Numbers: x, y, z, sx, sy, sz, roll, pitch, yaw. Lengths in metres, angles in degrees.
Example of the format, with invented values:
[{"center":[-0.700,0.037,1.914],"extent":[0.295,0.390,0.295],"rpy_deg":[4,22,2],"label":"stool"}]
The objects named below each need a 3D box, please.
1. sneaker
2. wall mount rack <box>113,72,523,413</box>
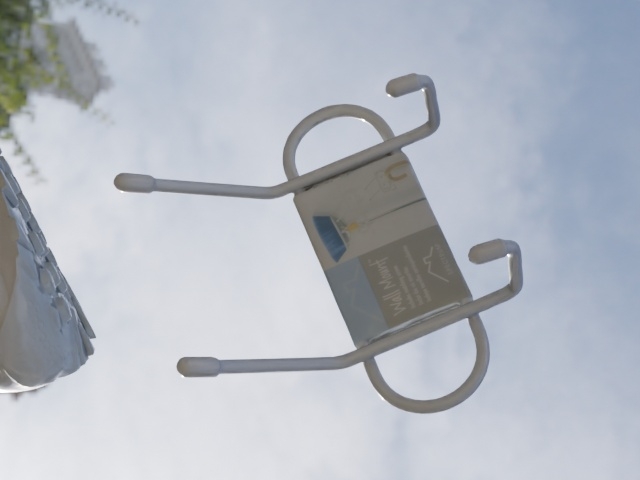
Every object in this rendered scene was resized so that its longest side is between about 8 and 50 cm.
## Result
[{"center":[-0.155,-0.015,0.515],"extent":[0.235,0.095,0.090],"rpy_deg":[46,-22,46],"label":"sneaker"},{"center":[0.000,0.000,1.324],"extent":[0.304,0.130,0.350],"rpy_deg":[-22,-123,-1],"label":"wall mount rack"}]
